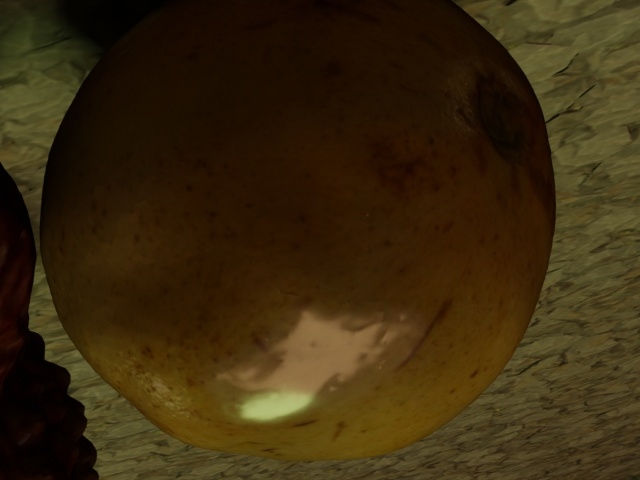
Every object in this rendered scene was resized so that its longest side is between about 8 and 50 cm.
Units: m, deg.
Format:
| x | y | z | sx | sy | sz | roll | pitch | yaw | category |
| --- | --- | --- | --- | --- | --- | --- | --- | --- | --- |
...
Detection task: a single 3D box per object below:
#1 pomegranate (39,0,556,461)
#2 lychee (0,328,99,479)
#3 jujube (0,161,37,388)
| x | y | z | sx | sy | sz | roll | pitch | yaw | category |
| --- | --- | --- | --- | --- | --- | --- | --- | --- | --- |
| -0.014 | -0.007 | 0.797 | 0.264 | 0.264 | 0.264 | -13 | 162 | -5 | pomegranate |
| -0.304 | 0.168 | 1.014 | 0.330 | 0.306 | 0.306 | -8 | 162 | 3 | lychee |
| -0.250 | -0.015 | 0.710 | 0.216 | 0.216 | 0.342 | -13 | 154 | -5 | jujube |
